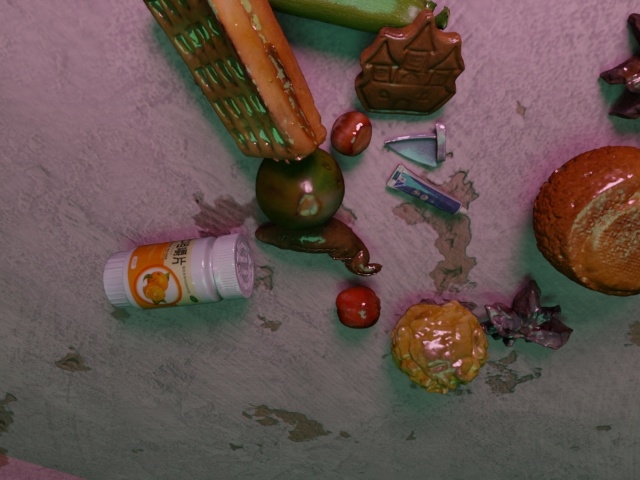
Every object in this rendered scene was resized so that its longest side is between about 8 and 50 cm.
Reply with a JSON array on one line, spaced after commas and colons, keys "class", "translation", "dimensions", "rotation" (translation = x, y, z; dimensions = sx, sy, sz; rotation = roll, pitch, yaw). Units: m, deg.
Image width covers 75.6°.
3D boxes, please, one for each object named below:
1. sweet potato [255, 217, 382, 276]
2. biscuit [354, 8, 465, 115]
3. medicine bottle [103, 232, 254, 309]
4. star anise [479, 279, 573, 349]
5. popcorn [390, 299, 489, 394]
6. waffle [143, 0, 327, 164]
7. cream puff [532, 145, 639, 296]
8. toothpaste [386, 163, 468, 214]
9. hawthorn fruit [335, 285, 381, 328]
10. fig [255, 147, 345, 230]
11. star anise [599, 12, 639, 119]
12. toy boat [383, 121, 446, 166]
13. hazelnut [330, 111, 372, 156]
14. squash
[{"class": "sweet potato", "translation": [0.003, -0.002, 0.947], "dimensions": [0.310, 0.098, 0.124], "rotation": [15, 133, -5]}, {"class": "biscuit", "translation": [0.153, -0.288, 0.700], "dimensions": [0.182, 0.034, 0.215], "rotation": [3, 158, -1]}, {"class": "medicine bottle", "translation": [-0.330, 0.078, 0.978], "dimensions": [0.318, 0.158, 0.158], "rotation": [-8, 126, 8]}, {"class": "star anise", "translation": [0.528, 0.216, 1.080], "dimensions": [0.198, 0.110, 0.257], "rotation": [-30, 126, 22]}, {"class": "popcorn", "translation": [0.308, 0.278, 1.082], "dimensions": [0.249, 0.249, 0.225], "rotation": [-11, 155, 10]}, {"class": "waffle", "translation": [-0.133, -0.284, 0.666], "dimensions": [0.098, 0.224, 0.327], "rotation": [-43, 123, -19]}, {"class": "cream puff", "translation": [0.577, -0.049, 0.820], "dimensions": [0.303, 0.212, 0.303], "rotation": [4, 120, 7]}, {"class": "toothpaste", "translation": [0.239, -0.101, 0.899], "dimensions": [0.197, 0.035, 0.057], "rotation": [25, 118, -12]}, {"class": "hawthorn fruit", "translation": [0.096, 0.171, 1.057], "dimensions": [0.128, 0.128, 0.128], "rotation": [1, 127, 1]}, {"class": "fig", "translation": [-0.040, -0.100, 0.819], "dimensions": [0.181, 0.191, 0.181], "rotation": [-4, 112, -10]}, {"class": "star anise", "translation": [0.620, -0.302, 0.693], "dimensions": [0.223, 0.109, 0.236], "rotation": [9, 129, 1]}, {"class": "toy boat", "translation": [0.193, -0.191, 0.842], "dimensions": [0.122, 0.034, 0.096], "rotation": [-2, 127, 15]}, {"class": "hazelnut", "translation": [0.060, -0.207, 0.806], "dimensions": [0.086, 0.086, 0.086], "rotation": [1, 127, 1]}, {"class": "squash", "translation": [0.023, -0.393, 0.650], "dimensions": [0.379, 0.101, 0.101], "rotation": [13, 126, -4]}]
